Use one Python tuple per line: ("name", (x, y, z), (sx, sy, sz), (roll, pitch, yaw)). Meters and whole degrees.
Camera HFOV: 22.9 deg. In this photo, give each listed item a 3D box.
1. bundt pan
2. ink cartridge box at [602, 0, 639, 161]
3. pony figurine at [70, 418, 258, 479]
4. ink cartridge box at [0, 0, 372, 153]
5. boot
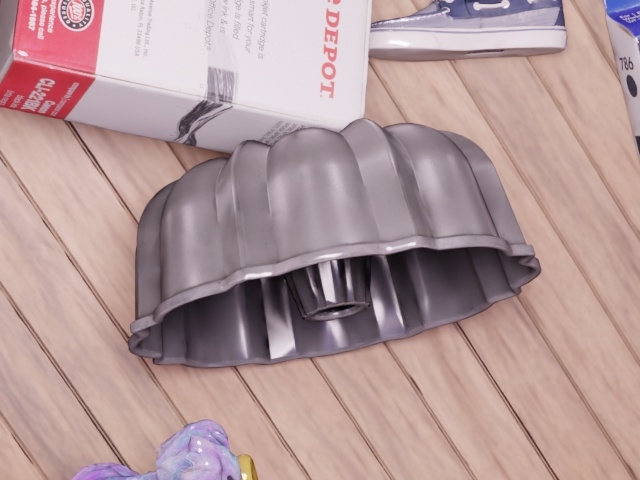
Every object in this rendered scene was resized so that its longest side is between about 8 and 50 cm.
("bundt pan", (0.000, 0.000, 1.248), (0.331, 0.331, 0.124), (-9, 75, -10))
("ink cartridge box", (0.368, -0.109, 1.426), (0.165, 0.065, 0.332), (-17, 96, -9))
("pony figurine", (-0.226, 0.247, 1.227), (0.364, 0.302, 0.351), (-11, 135, 2))
("ink cartridge box", (-0.105, -0.185, 1.234), (0.273, 0.114, 0.197), (11, 72, -19))
("boot", (0.122, -0.204, 1.375), (0.190, 0.069, 0.086), (-4, 88, -19))
